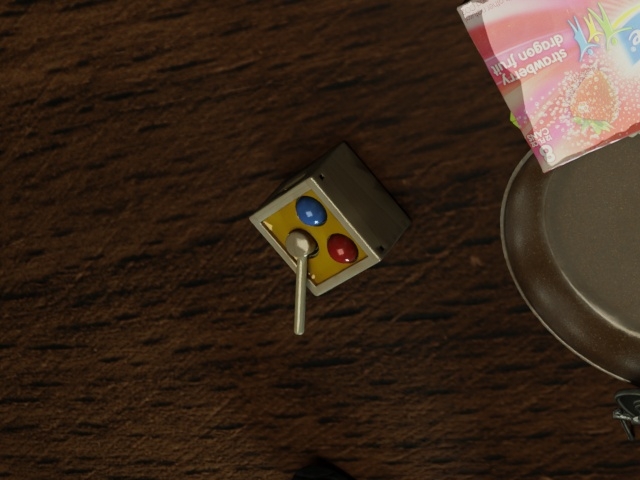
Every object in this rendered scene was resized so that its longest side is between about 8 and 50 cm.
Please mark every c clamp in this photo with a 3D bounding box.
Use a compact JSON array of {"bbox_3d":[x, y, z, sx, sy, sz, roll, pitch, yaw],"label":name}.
[{"bbox_3d":[0.354,0.172,1.530,0.160,0.022,0.137,4,155,34],"label":"c clamp"}]

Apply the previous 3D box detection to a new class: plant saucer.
[{"bbox_3d":[0.316,0.009,1.434,0.310,0.050,0.311,19,134,22],"label":"plant saucer"}]

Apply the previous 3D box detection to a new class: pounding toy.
[{"bbox_3d":[0.000,0.000,1.609,0.130,0.100,0.141,49,136,-9],"label":"pounding toy"}]

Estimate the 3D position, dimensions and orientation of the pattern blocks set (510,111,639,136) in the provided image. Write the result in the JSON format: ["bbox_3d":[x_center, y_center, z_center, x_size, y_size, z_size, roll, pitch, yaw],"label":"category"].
[{"bbox_3d":[0.248,-0.190,1.291,0.325,0.026,0.285,32,124,11],"label":"pattern blocks set"}]

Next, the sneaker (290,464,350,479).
[{"bbox_3d":[0.061,0.400,1.907,0.300,0.111,0.121,46,147,2],"label":"sneaker"}]

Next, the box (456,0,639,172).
[{"bbox_3d":[0.277,-0.187,1.175,0.300,0.142,0.154,-23,101,30],"label":"box"}]
